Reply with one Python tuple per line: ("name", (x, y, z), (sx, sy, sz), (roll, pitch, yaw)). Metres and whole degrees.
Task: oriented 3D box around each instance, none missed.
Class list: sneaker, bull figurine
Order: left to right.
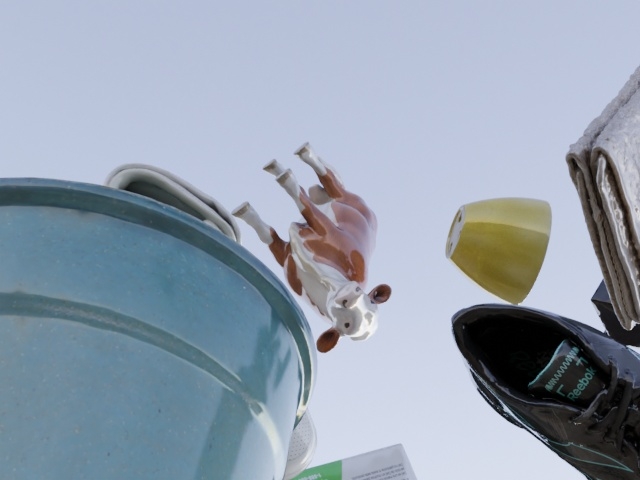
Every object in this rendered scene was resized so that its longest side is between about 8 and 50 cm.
("sneaker", (-0.092, 0.071, 0.907), (0.292, 0.108, 0.169), (49, -28, 0))
("bull figurine", (0.000, 0.000, 1.280), (0.101, 0.310, 0.188), (-34, -78, 13))
("sneaker", (0.188, 0.120, 0.709), (0.267, 0.101, 0.106), (29, -5, 34))

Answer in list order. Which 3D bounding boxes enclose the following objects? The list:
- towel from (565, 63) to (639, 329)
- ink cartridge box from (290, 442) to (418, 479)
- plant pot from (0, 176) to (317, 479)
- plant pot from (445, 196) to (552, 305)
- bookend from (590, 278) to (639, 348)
("towel", (0.312, -0.064, 1.016), (0.049, 0.282, 0.187), (-3, -59, 39))
("ink cartridge box", (0.038, 0.378, 1.151), (0.121, 0.211, 0.289), (-39, -114, 39))
("plant pot", (-0.180, 0.198, 0.674), (0.341, 0.334, 0.341), (2, -45, 2))
("plant pot", (0.205, 0.002, 1.341), (0.095, 0.134, 0.134), (17, -44, -6))
("bookend", (0.360, 0.048, 1.208), (0.157, 0.072, 0.156), (9, -37, 47))
